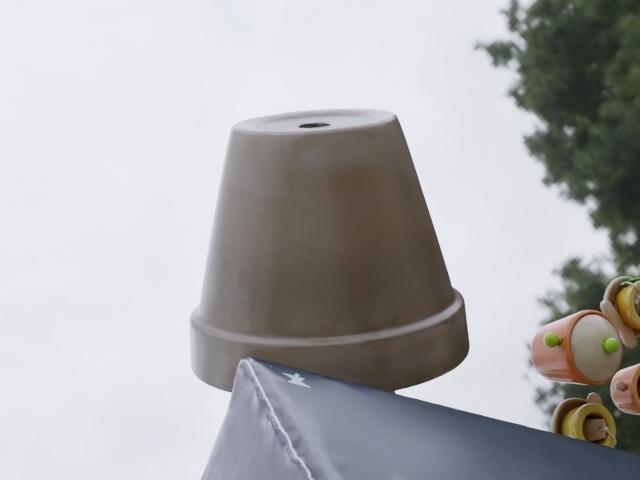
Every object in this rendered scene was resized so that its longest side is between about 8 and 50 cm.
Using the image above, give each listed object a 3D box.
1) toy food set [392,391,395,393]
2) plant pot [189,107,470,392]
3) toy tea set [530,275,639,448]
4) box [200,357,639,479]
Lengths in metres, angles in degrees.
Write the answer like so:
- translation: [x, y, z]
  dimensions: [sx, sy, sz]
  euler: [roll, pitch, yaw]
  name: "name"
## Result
- translation: [-0.009, 0.263, 1.847]
  dimensions: [0.219, 0.306, 0.092]
  euler: [-11, -7, 15]
  name: "toy food set"
- translation: [0.000, 0.000, 1.633]
  dimensions: [0.323, 0.323, 0.280]
  euler: [-13, -75, -35]
  name: "plant pot"
- translation: [0.424, 0.148, 1.875]
  dimensions: [0.336, 0.200, 0.124]
  euler: [-28, 6, -32]
  name: "toy tea set"
- translation: [0.102, 0.404, 1.167]
  dimensions: [0.480, 0.297, 0.472]
  euler: [16, -78, -22]
  name: "box"
